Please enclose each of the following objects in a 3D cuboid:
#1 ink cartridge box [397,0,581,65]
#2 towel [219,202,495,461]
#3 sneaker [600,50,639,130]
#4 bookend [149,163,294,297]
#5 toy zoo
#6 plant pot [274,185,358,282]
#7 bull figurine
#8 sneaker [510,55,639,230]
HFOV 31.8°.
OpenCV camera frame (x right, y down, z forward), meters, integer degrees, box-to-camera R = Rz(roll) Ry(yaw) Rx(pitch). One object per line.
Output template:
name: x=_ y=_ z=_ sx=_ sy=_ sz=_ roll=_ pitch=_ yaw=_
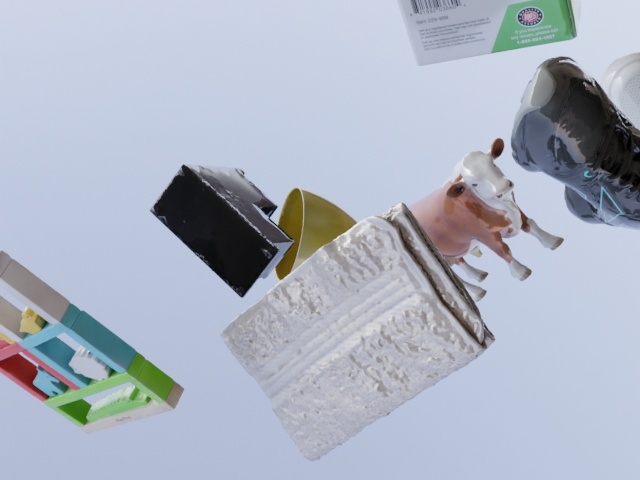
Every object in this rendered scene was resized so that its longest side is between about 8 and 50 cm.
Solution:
ink cartridge box: x=0.188 y=-0.381 z=1.379 sx=0.121 sy=0.211 sz=0.289 roll=-67 pitch=-36 yaw=-49
towel: x=0.033 y=0.103 z=1.204 sx=0.187 sy=0.282 sz=0.049 roll=55 pitch=-151 yaw=7
sneaker: x=0.432 y=-0.079 z=1.239 sx=0.292 sy=0.108 sz=0.169 roll=44 pitch=-165 yaw=-20
bookend: x=-0.096 y=-0.014 z=1.350 sx=0.156 sy=0.072 sz=0.157 roll=42 pitch=-164 yaw=14
toy zoo: x=-0.309 y=0.104 z=1.204 sx=0.293 sy=0.192 sz=0.030 roll=41 pitch=-128 yaw=-23
plant pot: x=0.000 y=0.000 z=1.535 sx=0.095 sy=0.134 sz=0.134 roll=10 pitch=-136 yaw=-17
bull figurine: x=0.212 y=-0.022 z=1.556 sx=0.188 sy=0.310 sz=0.101 roll=46 pitch=-117 yaw=-7
sneaker: x=0.246 y=-0.075 z=0.946 sx=0.106 sy=0.101 sz=0.267 roll=24 pitch=178 yaw=34
